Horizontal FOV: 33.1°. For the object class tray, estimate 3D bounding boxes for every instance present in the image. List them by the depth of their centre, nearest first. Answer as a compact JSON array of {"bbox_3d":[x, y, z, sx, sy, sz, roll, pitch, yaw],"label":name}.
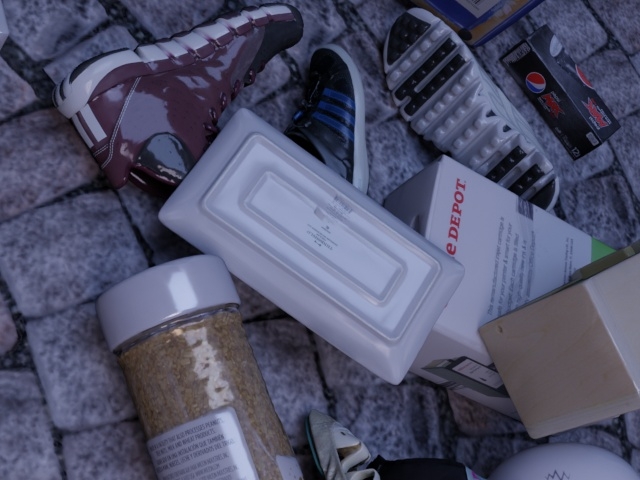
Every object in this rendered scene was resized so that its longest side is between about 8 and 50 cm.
[{"bbox_3d":[0.000,0.000,0.995,0.270,0.030,0.145,36,65,-4],"label":"tray"}]

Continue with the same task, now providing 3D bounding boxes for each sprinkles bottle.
[{"bbox_3d":[-0.078,0.194,0.911,0.121,0.121,0.355,-13,77,-37],"label":"sprinkles bottle"}]

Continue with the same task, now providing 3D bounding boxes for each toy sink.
[{"bbox_3d":[0.298,0.077,1.047,0.234,0.153,0.131,-20,82,-35],"label":"toy sink"}]

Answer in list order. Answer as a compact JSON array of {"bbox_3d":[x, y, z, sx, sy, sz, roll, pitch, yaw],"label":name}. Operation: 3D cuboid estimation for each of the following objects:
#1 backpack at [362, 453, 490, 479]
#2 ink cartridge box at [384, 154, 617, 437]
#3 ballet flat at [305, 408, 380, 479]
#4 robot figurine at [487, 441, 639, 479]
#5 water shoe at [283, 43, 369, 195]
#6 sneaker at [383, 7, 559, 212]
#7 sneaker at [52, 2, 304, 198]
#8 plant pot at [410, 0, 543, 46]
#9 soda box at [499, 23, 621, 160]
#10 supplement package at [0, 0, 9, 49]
[{"bbox_3d":[0.104,0.263,0.959,0.115,0.182,0.152,24,56,-22],"label":"backpack"},{"bbox_3d":[0.191,0.063,1.154,0.273,0.115,0.198,26,57,-21],"label":"ink cartridge box"},{"bbox_3d":[0.027,0.212,0.975,0.057,0.052,0.168,52,13,-37],"label":"ballet flat"},{"bbox_3d":[0.239,0.333,1.022,0.209,0.173,0.278,10,66,-32],"label":"robot figurine"},{"bbox_3d":[0.001,-0.124,1.146,0.080,0.073,0.203,4,66,-30],"label":"water shoe"},{"bbox_3d":[0.179,-0.145,1.269,0.292,0.110,0.118,56,26,9],"label":"sneaker"},{"bbox_3d":[-0.111,-0.125,1.067,0.281,0.106,0.162,-26,91,-30],"label":"sneaker"},{"bbox_3d":[0.200,-0.387,1.308,0.236,0.236,0.212,35,60,-15],"label":"plant pot"},{"bbox_3d":[0.311,-0.192,1.396,0.060,0.053,0.169,-37,92,-39],"label":"soda box"},{"bbox_3d":[-0.373,-0.247,0.916,0.139,0.134,0.244,-6,72,-36],"label":"supplement package"}]
